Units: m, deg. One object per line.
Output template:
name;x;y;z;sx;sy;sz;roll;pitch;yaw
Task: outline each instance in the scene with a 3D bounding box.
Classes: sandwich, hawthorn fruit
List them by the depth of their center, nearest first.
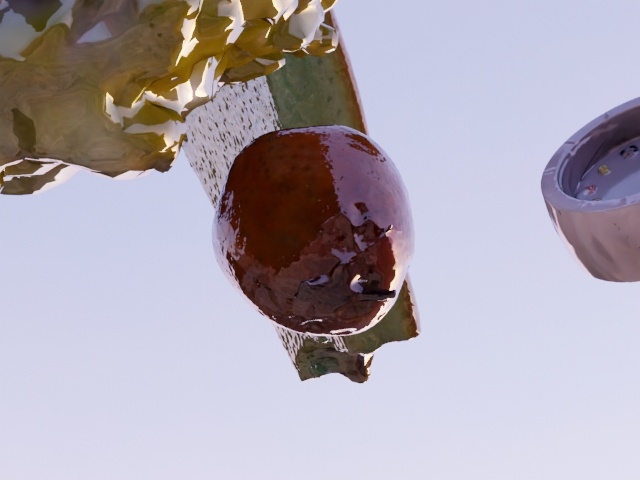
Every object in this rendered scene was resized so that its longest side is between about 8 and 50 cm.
hawthorn fruit;0.000;0.000;0.687;0.081;0.093;0.081;-4;-64;-8
sandwich;-0.004;-0.037;0.965;0.063;0.212;0.245;-22;-21;-16

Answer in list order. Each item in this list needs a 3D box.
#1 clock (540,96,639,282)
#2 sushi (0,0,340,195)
clock;0.129;-0.031;0.515;0.129;0.087;0.041;-32;-66;-6
sushi;-0.174;-0.165;0.624;0.396;0.351;0.240;-12;3;-3
